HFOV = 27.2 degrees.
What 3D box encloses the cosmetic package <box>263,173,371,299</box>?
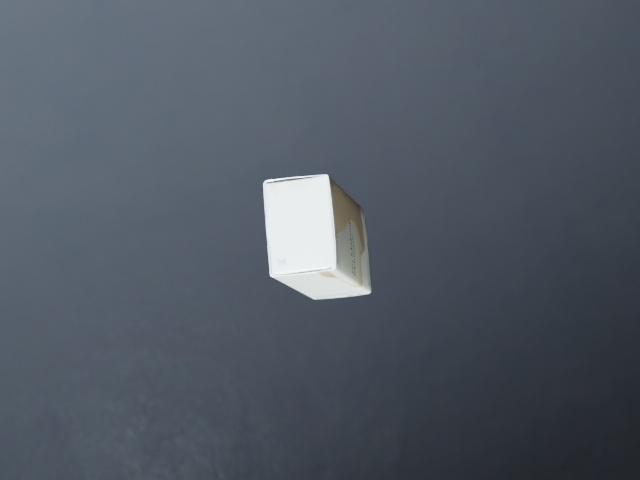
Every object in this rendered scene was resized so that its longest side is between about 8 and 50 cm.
[{"bbox_3d":[0.000,0.000,0.815,0.041,0.060,0.115,-7,171,11],"label":"cosmetic package"}]
